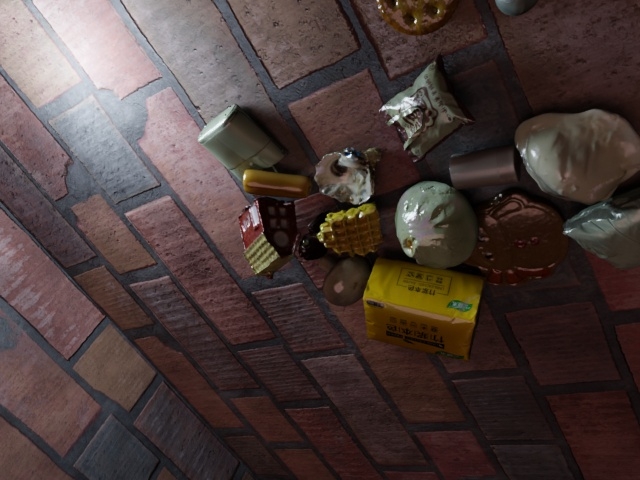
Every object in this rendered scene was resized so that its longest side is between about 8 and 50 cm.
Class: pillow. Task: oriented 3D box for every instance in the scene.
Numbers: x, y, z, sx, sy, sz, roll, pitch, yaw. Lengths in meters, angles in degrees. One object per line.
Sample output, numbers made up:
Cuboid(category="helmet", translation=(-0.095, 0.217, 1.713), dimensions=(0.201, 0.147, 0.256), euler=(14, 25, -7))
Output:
Cuboid(category="pillow", translation=(0.885, -0.033, 1.461), dimensions=(0.283, 0.138, 0.310), euler=(30, 140, -25))

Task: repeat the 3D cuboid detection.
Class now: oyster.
Cuboid(category="oyster", translation=(0.085, -0.215, 1.721), dimensions=(0.223, 0.083, 0.214), euler=(18, 130, 17))

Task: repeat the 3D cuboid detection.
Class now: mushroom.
Cuboid(category="mushroom", translation=(0.079, 0.129, 1.959), dimensions=(0.215, 0.207, 0.207), euler=(42, 144, 36))

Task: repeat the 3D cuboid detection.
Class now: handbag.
Cuboid(category="handbag", translation=(-0.248, -0.304, 1.821), dimensions=(0.241, 0.109, 0.315), euler=(-24, 128, 38))
Cuboid(category="handbag", translation=(0.293, -0.354, 1.472), dimensions=(0.235, 0.127, 0.213), euler=(-36, 80, 41))

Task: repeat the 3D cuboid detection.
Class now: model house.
Cuboid(category="model house", translation=(-0.174, 0.000, 1.871), dimensions=(0.160, 0.254, 0.196), euler=(-2, 160, -34))

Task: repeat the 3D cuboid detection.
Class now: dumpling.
Cuboid(category="dumpling", translation=(0.671, -0.222, 1.368), dimensions=(0.318, 0.187, 0.243), euler=(34, 139, -4))

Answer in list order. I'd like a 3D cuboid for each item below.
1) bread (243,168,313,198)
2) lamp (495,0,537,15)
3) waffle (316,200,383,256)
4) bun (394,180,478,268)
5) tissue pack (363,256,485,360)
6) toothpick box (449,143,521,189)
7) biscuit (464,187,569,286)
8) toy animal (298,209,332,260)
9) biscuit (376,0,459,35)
Cuboid(category="bread", translation=(-0.146, -0.188, 1.813), dimensions=(0.239, 0.074, 0.093), euler=(6, 136, -2))
Cuboid(category="lamp", translation=(0.458, -0.579, 1.232), dimensions=(0.105, 0.105, 0.105), euler=(13, 131, 15))
Cuboid(category="waffle", translation=(0.100, -0.017, 1.817), dimensions=(0.219, 0.057, 0.229), euler=(-13, 138, 3))
Cuboid(category="bun", translation=(0.334, -0.031, 1.647), dimensions=(0.293, 0.187, 0.293), euler=(26, 132, 32))
Cuboid(category="tissue pack", translation=(0.359, 0.241, 1.854), dimensions=(0.382, 0.228, 0.293), euler=(10, 142, 17))
Cuboid(category="toothpick box", translation=(0.475, -0.209, 1.525), dimensions=(0.180, 0.111, 0.111), euler=(-6, 125, 30))
Cuboid(category="biscuit", translation=(0.583, 0.005, 1.691), dimensions=(0.381, 0.074, 0.359), euler=(-13, 119, 29))
Cuboid(category="toy animal", translation=(-0.005, 0.004, 1.875), dimensions=(0.116, 0.179, 0.218), euler=(22, 127, 6))
Cuboid(category="biscuit", translation=(0.242, -0.625, 1.319), dimensions=(0.220, 0.066, 0.220), euler=(15, 135, 15))
